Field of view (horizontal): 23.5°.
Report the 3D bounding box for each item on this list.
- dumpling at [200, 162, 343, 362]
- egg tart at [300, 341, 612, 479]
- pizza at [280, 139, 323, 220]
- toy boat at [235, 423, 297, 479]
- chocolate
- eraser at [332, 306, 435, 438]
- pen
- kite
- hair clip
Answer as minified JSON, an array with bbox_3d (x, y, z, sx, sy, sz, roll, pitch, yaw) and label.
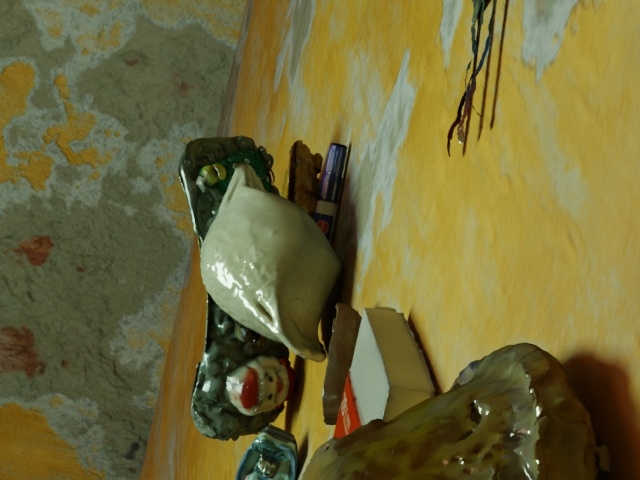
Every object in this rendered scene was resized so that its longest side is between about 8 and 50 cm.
[{"bbox_3d":[-0.038,0.039,1.503,0.126,0.166,0.216,-45,48,-7],"label":"dumpling"},{"bbox_3d":[0.037,0.212,0.773,0.352,0.150,0.352,-166,90,-81],"label":"egg tart"},{"bbox_3d":[-0.020,-0.045,1.711,0.178,0.041,0.131,164,110,-82],"label":"pizza"},{"bbox_3d":[-0.058,0.247,1.550,0.140,0.059,0.066,108,-174,-48],"label":"toy boat"},{"bbox_3d":[0.024,0.106,1.309,0.064,0.031,0.101,79,-161,-63],"label":"chocolate"},{"bbox_3d":[0.033,0.183,1.149,0.157,0.038,0.230,-106,27,-71],"label":"eraser"},{"bbox_3d":[0.000,0.000,1.594,0.025,0.025,0.204,-163,84,-81],"label":"pen"},{"bbox_3d":[0.120,-0.184,1.112,0.141,0.015,0.245,125,155,-74],"label":"kite"},{"bbox_3d":[-0.074,0.049,1.619,0.091,0.138,0.321,-2,94,45],"label":"hair clip"}]
